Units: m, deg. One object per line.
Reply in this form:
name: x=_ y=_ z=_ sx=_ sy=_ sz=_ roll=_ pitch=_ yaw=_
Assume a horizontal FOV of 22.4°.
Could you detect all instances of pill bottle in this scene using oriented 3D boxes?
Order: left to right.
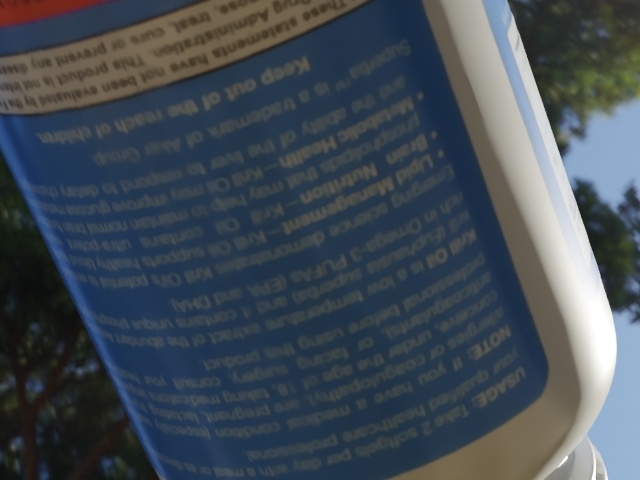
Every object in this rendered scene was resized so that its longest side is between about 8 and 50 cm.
pill bottle: x=0.000 y=0.000 z=0.396 sx=0.124 sy=0.124 sz=0.221 roll=-24 pitch=-69 yaw=-5
